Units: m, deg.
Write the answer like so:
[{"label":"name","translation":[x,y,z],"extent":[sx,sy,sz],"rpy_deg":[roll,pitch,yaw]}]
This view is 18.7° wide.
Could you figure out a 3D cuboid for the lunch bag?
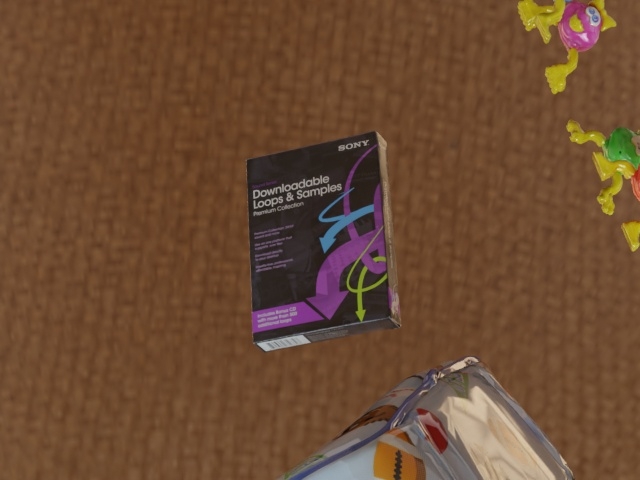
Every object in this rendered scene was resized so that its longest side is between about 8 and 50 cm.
[{"label":"lunch bag","translation":[0.004,0.176,1.013],"extent":[0.243,0.303,0.115],"rpy_deg":[-40,81,15]}]

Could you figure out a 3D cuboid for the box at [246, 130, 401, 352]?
[{"label":"box","translation":[0.000,0.000,1.531],"extent":[0.116,0.029,0.162],"rpy_deg":[-12,64,18]}]

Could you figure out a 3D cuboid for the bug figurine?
[{"label":"bug figurine","translation":[0.243,-0.133,1.672],"extent":[0.072,0.216,0.279],"rpy_deg":[-23,89,2]}]
